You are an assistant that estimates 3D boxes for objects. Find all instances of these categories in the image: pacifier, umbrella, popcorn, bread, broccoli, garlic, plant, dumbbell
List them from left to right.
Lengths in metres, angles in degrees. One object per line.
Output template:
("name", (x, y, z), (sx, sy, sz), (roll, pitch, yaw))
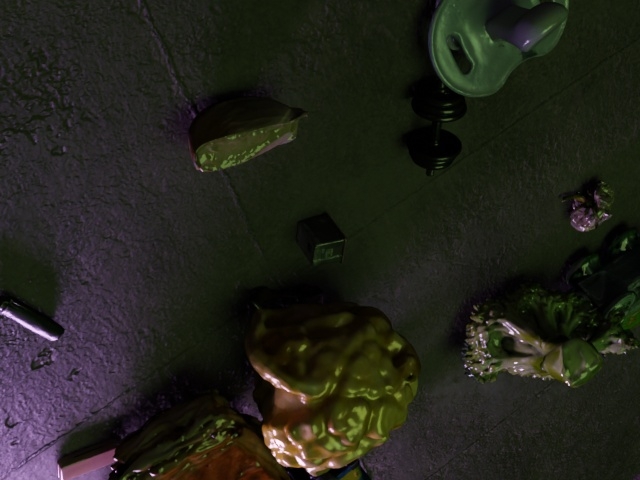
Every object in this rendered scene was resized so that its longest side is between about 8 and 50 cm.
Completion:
("umbrella", (-0.446, 0.120, 1.460), (0.036, 0.031, 0.133), (-45, 139, -1))
("bread", (-0.229, 0.416, 1.790), (0.277, 0.167, 0.324), (-35, 136, 4))
("garlic", (-0.121, -0.164, 1.428), (0.195, 0.101, 0.087), (-21, 131, -27))
("popcorn", (-0.002, 0.237, 1.746), (0.349, 0.349, 0.382), (-37, 101, -8))
("dumbbell", (0.202, -0.200, 1.668), (0.099, 0.099, 0.208), (-20, 135, -26))
("pacifier", (0.308, -0.358, 1.543), (0.279, 0.207, 0.227), (-38, 122, -8))
("broccoli", (0.464, 0.232, 2.075), (0.353, 0.275, 0.397), (-28, -177, 30))
("plant", (0.586, -0.086, 2.124), (0.122, 0.104, 0.116), (28, 65, -18))

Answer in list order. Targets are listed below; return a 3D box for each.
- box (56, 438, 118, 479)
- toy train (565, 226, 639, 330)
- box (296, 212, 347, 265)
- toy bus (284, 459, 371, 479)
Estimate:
("box", (-0.418, 0.396, 1.726), (0.115, 0.025, 0.048), (-17, 138, -28))
("toy train", (0.718, 0.124, 2.334), (0.307, 0.173, 0.249), (-29, 147, -18))
("box", (0.000, 0.000, 1.689), (0.063, 0.085, 0.060), (-12, 133, -21))
("toy bus", (-0.042, 0.552, 2.085), (0.287, 0.138, 0.175), (-36, 139, -10))
